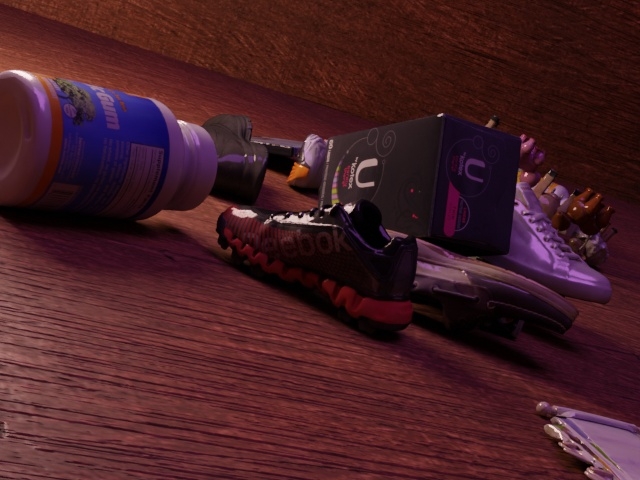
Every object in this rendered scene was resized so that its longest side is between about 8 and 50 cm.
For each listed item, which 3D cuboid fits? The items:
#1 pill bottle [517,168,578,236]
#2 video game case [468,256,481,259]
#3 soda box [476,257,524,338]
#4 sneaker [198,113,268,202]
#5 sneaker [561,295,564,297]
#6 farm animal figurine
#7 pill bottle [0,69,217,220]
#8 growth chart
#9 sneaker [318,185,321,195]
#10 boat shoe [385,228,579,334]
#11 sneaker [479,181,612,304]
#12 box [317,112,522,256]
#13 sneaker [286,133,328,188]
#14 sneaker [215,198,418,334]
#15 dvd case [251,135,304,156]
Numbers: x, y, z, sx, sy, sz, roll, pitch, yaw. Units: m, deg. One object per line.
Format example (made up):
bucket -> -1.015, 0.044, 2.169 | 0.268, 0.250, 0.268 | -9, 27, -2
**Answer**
pill bottle -> 0.499, -0.088, 2.500 | 0.208, 0.118, 0.117 | 27, 14, 30
video game case -> 0.253, 0.024, 1.835 | 0.206, 0.026, 0.227 | 29, 14, 36
soda box -> 0.242, 0.078, 1.492 | 0.053, 0.060, 0.169 | 18, 13, -5
sneaker -> -0.172, -0.150, 1.735 | 0.130, 0.109, 0.286 | 11, 13, -20
sneaker -> 0.289, 0.063, 1.631 | 0.169, 0.068, 0.071 | 17, 7, -13
farm animal figurine -> 0.426, -0.073, 2.208 | 0.330, 0.172, 0.327 | 42, 2, 26
pill bottle -> -0.256, -0.103, 1.266 | 0.152, 0.152, 0.272 | 30, 16, 39
growth chart -> 0.305, 0.219, 1.068 | 0.171, 0.021, 0.237 | 17, 13, -14
sneaker -> 0.048, -0.078, 1.826 | 0.106, 0.078, 0.234 | 21, 14, -7
boat shoe -> 0.174, 0.070, 1.349 | 0.285, 0.092, 0.103 | 20, -11, 12
sneaker -> 0.296, -0.011, 1.535 | 0.290, 0.123, 0.106 | 30, 14, 35
box -> 0.127, -0.065, 1.491 | 0.143, 0.165, 0.270 | 12, -10, -32
sneaker -> 0.026, -0.129, 1.986 | 0.121, 0.099, 0.262 | 27, 14, 11
sneaker -> 0.000, 0.000, 1.273 | 0.276, 0.135, 0.097 | 25, 15, 26
dvd case -> -0.089, -0.185, 2.114 | 0.180, 0.022, 0.253 | 10, 8, 20
